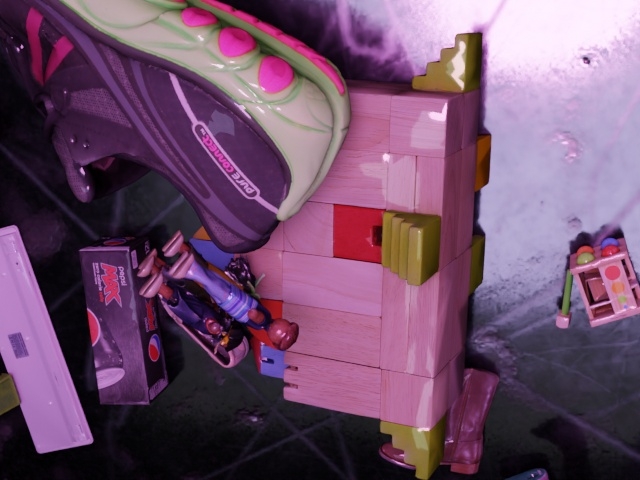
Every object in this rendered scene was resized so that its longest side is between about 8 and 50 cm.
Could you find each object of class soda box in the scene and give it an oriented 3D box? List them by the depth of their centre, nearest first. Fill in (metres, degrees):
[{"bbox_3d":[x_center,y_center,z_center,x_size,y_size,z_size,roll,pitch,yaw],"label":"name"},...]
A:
[{"bbox_3d":[-0.202,0.083,1.051,0.060,0.053,0.168,-2,104,14],"label":"soda box"}]

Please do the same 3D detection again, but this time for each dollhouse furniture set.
[{"bbox_3d":[-0.411,0.171,1.139,0.152,0.058,0.076,-3,109,36],"label":"dollhouse furniture set"}]

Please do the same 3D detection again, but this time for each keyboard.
[{"bbox_3d":[-0.320,0.112,1.110,0.072,0.014,0.256,-12,101,21],"label":"keyboard"}]

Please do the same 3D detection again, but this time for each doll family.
[{"bbox_3d":[-0.084,0.049,0.840,0.111,0.193,0.076,41,94,-16],"label":"doll family"}]

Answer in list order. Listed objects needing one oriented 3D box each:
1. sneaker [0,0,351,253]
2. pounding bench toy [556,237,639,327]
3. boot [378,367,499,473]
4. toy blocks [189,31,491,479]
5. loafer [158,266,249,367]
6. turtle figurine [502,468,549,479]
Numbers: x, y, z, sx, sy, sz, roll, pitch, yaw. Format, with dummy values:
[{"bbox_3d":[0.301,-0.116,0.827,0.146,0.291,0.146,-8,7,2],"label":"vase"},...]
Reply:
[{"bbox_3d":[-0.202,-0.146,0.865,0.483,0.185,0.202,33,111,28],"label":"sneaker"},{"bbox_3d":[0.247,0.039,0.933,0.083,0.052,0.065,-20,99,18],"label":"pounding bench toy"},{"bbox_3d":[0.116,0.170,1.007,0.106,0.037,0.114,6,110,-2],"label":"boot"},{"bbox_3d":[0.000,0.000,0.934,0.261,0.191,0.381,7,106,23],"label":"toy blocks"},{"bbox_3d":[-0.124,0.078,1.038,0.125,0.039,0.045,46,110,-2],"label":"loafer"},{"bbox_3d":[0.252,0.344,0.986,0.175,0.118,0.234,-10,104,58],"label":"turtle figurine"}]
